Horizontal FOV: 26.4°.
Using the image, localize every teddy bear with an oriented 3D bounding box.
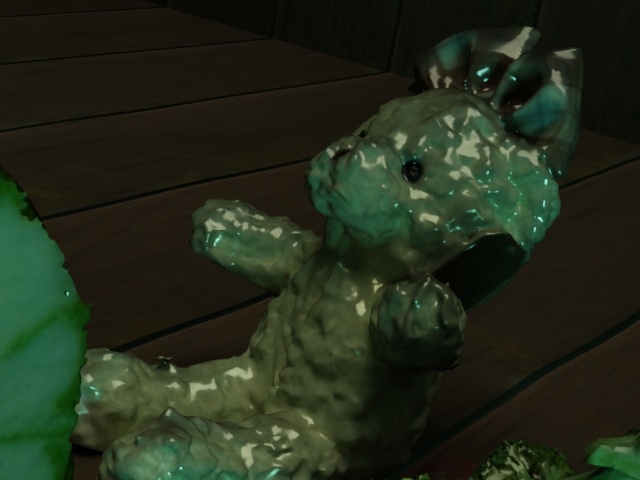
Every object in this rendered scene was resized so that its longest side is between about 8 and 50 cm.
[{"bbox_3d":[0.000,0.000,1.057,0.375,0.362,0.327,1,19,-32],"label":"teddy bear"}]

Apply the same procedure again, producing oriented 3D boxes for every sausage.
[{"bbox_3d":[0.091,0.195,1.004,0.059,0.054,0.094,14,18,11],"label":"sausage"}]

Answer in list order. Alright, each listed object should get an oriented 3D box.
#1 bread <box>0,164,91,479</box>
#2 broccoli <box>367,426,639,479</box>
[{"bbox_3d":[-0.295,0.077,0.635,0.129,0.366,0.382,31,-12,44],"label":"bread"},{"bbox_3d":[0.151,0.182,0.738,0.269,0.269,0.254,8,31,-7],"label":"broccoli"}]
